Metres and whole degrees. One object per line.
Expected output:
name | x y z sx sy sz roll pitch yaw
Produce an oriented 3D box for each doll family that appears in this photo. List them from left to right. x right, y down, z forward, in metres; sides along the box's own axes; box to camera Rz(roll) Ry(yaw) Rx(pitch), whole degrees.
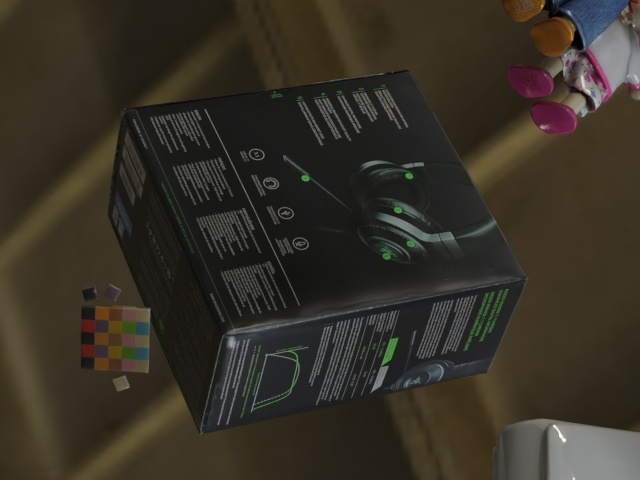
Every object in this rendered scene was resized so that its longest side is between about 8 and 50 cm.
doll family | 0.167 -0.203 1.174 0.118 0.163 0.263 -13 -64 54

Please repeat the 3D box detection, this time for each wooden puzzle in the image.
wooden puzzle | -0.147 0.069 1.341 0.006 0.049 0.083 -92 -175 -69

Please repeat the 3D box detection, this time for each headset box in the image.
headset box | 0.000 0.000 1.531 0.131 0.283 0.246 106 -34 -47

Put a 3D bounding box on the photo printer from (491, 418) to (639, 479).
photo printer | 0.242 0.296 1.347 0.107 0.256 0.308 146 -49 -62
